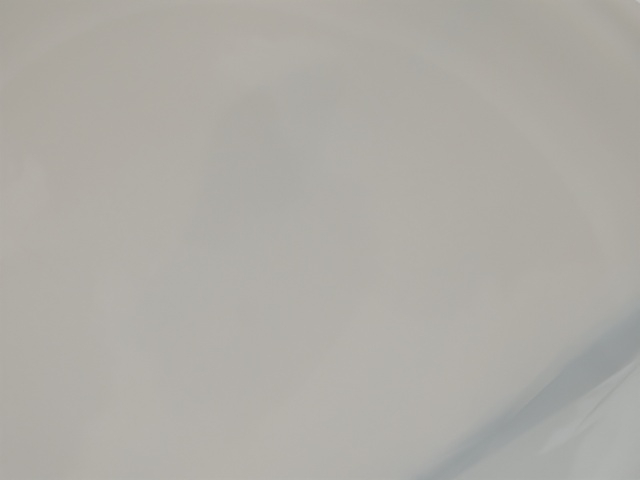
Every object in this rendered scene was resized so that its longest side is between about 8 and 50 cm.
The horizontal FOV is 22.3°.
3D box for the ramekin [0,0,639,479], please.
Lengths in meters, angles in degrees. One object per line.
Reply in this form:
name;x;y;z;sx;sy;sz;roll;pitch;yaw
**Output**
ramekin;0.000;0.000;0.458;0.273;0.273;0.127;65;23;-21
